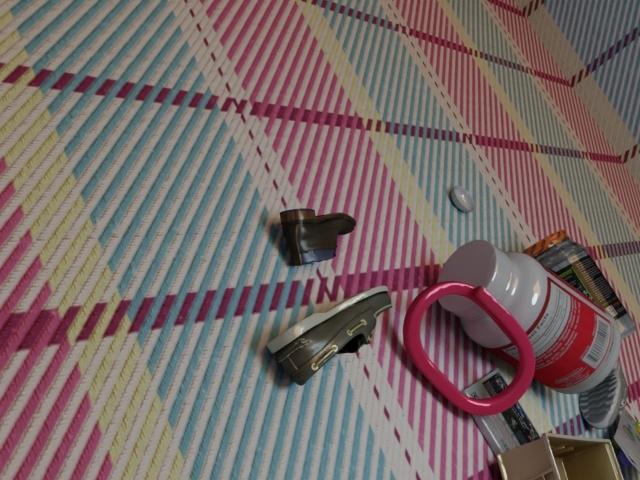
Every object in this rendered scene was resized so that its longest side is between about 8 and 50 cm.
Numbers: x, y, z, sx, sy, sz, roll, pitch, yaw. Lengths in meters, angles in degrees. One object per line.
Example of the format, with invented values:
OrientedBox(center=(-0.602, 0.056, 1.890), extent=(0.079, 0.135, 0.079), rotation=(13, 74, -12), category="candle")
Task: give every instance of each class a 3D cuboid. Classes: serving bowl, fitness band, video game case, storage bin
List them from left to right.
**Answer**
OrientedBox(center=(0.381, -0.108, 2.014), extent=(0.083, 0.027, 0.083), rotation=(30, 39, -28), category="serving bowl")
OrientedBox(center=(0.294, 0.212, 1.481), extent=(0.291, 0.209, 0.054), rotation=(47, -6, -7), category="fitness band")
OrientedBox(center=(0.385, 0.378, 1.571), extent=(0.173, 0.022, 0.190), rotation=(-12, 67, -52), category="video game case")
OrientedBox(center=(0.494, 0.526, 1.446), extent=(0.262, 0.123, 0.260), rotation=(18, 50, -42), category="storage bin")

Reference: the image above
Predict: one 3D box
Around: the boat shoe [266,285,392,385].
OrientedBox(center=(0.035, 0.160, 1.301), extent=(0.305, 0.109, 0.091), rotation=(-21, 76, -48), category="boat shoe")

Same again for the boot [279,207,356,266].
OrientedBox(center=(0.000, 0.000, 1.459), extent=(0.219, 0.082, 0.106), rotation=(4, 77, -52), category="boot")

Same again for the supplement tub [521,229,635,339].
OrientedBox(center=(0.658, 0.142, 1.951), extent=(0.193, 0.193, 0.316), rotation=(-10, 67, -52), category="supplement tub")

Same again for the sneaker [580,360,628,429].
OrientedBox(center=(0.743, 0.396, 1.892), extent=(0.115, 0.105, 0.281), rotation=(54, 37, -6), category="sneaker")

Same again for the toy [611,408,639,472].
OrientedBox(center=(0.771, 0.516, 1.855), extent=(0.137, 0.056, 0.237), rotation=(54, 29, 11), category="toy")

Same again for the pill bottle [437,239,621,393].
OrientedBox(center=(0.463, 0.168, 1.672), extent=(0.408, 0.229, 0.229), rotation=(32, 38, -26), category="pill bottle")
